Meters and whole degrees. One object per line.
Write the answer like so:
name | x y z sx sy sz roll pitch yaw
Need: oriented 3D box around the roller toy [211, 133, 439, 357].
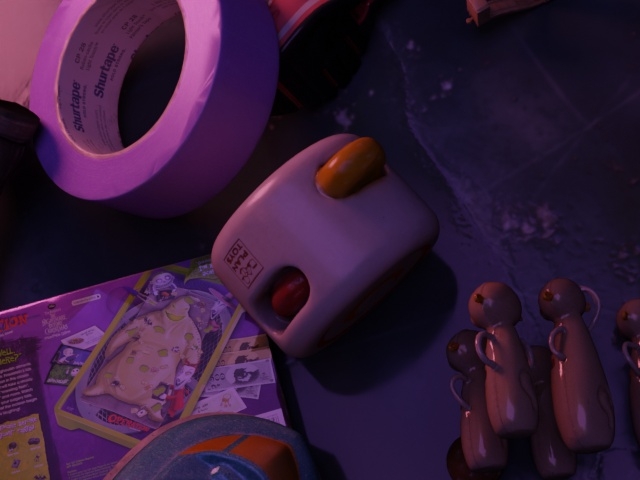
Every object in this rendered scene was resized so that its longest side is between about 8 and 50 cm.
roller toy | 0.000 0.000 1.052 0.191 0.209 0.146 -42 80 -1

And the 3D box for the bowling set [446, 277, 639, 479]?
bowling set | 0.173 0.128 1.002 0.200 0.287 0.154 -27 58 38

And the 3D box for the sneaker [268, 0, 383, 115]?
sneaker | -0.004 -0.268 1.210 0.136 0.116 0.314 28 77 33

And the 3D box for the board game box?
board game box | -0.215 0.147 1.121 0.346 0.056 0.208 -15 74 0

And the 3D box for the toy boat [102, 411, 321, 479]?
toy boat | -0.038 0.275 0.942 0.318 0.148 0.267 40 43 6

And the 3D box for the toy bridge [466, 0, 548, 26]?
toy bridge | 0.234 -0.272 1.169 0.188 0.063 0.026 -29 69 0

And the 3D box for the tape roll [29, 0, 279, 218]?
tape roll | -0.174 -0.164 1.148 0.274 0.090 0.275 -11 71 35

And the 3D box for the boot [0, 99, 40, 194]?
boot | -0.407 -0.058 1.210 0.263 0.091 0.229 29 101 47
